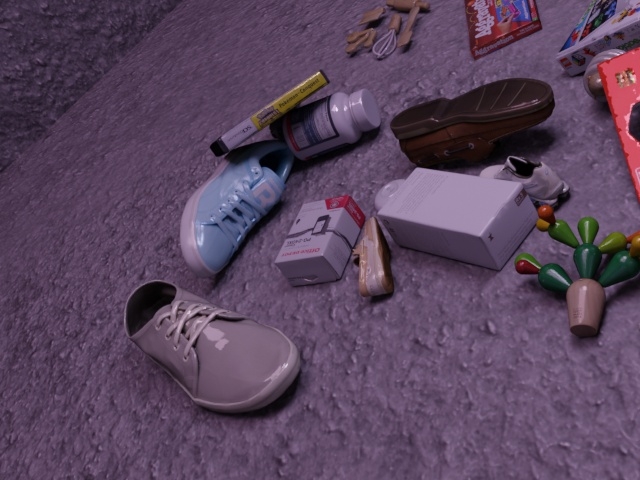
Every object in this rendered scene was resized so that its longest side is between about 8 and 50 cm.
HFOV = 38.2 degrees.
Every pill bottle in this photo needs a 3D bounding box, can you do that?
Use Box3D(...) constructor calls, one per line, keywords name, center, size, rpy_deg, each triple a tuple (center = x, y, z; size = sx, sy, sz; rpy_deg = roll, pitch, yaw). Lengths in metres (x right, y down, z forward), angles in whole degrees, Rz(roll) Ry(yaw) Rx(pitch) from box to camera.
Box3D(name="pill bottle", center=(0.025, -0.236, 1.859), size=(0.180, 0.108, 0.108), rpy_deg=(-17, 37, 27))

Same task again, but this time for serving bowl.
Box3D(name="serving bowl", center=(0.129, -0.080, 1.632), size=(0.083, 0.027, 0.083), rpy_deg=(-26, 33, 18))

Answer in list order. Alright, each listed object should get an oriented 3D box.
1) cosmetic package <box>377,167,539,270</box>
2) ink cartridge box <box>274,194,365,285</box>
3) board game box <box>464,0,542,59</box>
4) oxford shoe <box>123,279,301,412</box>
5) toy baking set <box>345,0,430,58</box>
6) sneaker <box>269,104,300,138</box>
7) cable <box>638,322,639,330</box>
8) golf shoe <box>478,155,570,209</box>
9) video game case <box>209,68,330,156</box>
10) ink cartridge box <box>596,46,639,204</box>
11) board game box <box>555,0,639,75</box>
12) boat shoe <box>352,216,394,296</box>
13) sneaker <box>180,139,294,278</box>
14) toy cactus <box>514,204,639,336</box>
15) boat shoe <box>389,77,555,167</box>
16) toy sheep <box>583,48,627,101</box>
Box3D(name="cosmetic package", center=(0.212, -0.038, 1.446), size=(0.117, 0.085, 0.231), rpy_deg=(-49, 36, -18))
Box3D(name="ink cartridge box", center=(0.000, 0.000, 1.618), size=(0.109, 0.063, 0.150), rpy_deg=(-10, 40, 36))
Box3D(name="board game box", center=(0.372, -0.482, 1.918), size=(0.145, 0.027, 0.281), rpy_deg=(-24, 34, 22))
Box3D(name="oxford shoe", center=(-0.201, 0.166, 1.541), size=(0.169, 0.130, 0.449), rpy_deg=(-47, 35, -20))
Box3D(name="toy baking set", center=(0.161, -0.490, 2.134), size=(0.197, 0.030, 0.256), rpy_deg=(-50, 34, -14))
Box3D(name="sneaker", center=(-0.061, -0.280, 2.064), size=(0.058, 0.052, 0.135), rpy_deg=(2, 55, 32))
Box3D(name="cable", center=(0.503, 0.104, 1.022), size=(0.139, 0.072, 0.287), rpy_deg=(-45, 43, -11))
Box3D(name="golf shoe", center=(0.305, -0.106, 1.441), size=(0.069, 0.086, 0.176), rpy_deg=(-50, 32, -17))
Box3D(name="video game case", center=(-0.112, -0.256, 1.901), size=(0.248, 0.035, 0.275), rpy_deg=(-35, 9, -6))
Box3D(name="ink cartridge box", center=(0.525, -0.203, 1.284), size=(0.239, 0.060, 0.275), rpy_deg=(-19, 58, 22))
Box3D(name="board game box", center=(0.549, -0.427, 1.599), size=(0.305, 0.053, 0.193), rpy_deg=(-54, 17, -25))
Box3D(name="boat shoe", center=(0.079, 0.026, 1.508), size=(0.059, 0.063, 0.170), rpy_deg=(-21, 36, 14))
Box3D(name="sneaker", center=(-0.153, -0.083, 1.807), size=(0.150, 0.135, 0.366), rpy_deg=(-18, 36, 36))
Box3D(name="toy cactus", center=(0.352, 0.035, 1.214), size=(0.219, 0.112, 0.180), rpy_deg=(-6, 53, 28))
Box3D(name="boat shoe", center=(0.269, -0.195, 1.579), size=(0.307, 0.104, 0.111), rpy_deg=(-4, 35, 43))
Box3D(name="toy sheep", center=(0.472, -0.267, 1.489), size=(0.091, 0.091, 0.132), rpy_deg=(2, 24, 45))
